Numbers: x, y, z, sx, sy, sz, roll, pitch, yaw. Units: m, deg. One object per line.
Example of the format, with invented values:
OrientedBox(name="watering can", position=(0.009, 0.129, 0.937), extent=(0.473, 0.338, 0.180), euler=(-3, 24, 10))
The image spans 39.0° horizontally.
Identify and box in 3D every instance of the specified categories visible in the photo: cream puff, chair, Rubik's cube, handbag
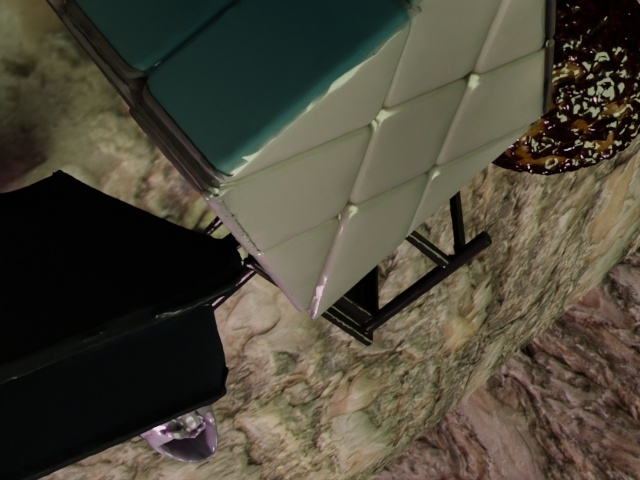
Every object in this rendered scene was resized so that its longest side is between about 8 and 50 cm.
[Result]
OrientedBox(name="cream puff", position=(0.177, -0.156, 0.800), extent=(0.165, 0.239, 0.239), euler=(-51, 156, -2))
OrientedBox(name="chair", position=(0.000, 0.000, 0.773), extent=(0.141, 0.155, 0.260), euler=(35, 124, -23))
OrientedBox(name="Rubik's cube", position=(-0.013, -0.130, 0.554), extent=(0.231, 0.225, 0.221), euler=(-41, 156, -5))
OrientedBox(name="handbag", position=(-0.237, 0.052, 0.508), extent=(0.325, 0.269, 0.118), euler=(-16, 122, -45))

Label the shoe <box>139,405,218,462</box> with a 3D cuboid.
OrientedBox(name="shoe", position=(-0.166, 0.134, 0.861), extent=(0.095, 0.137, 0.245), euler=(-42, 157, -15))
